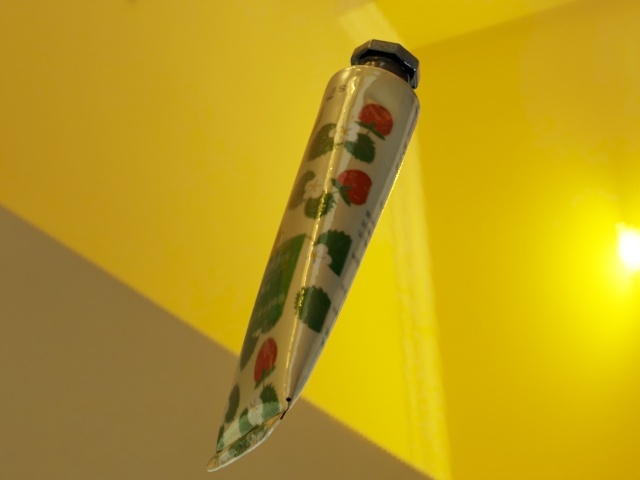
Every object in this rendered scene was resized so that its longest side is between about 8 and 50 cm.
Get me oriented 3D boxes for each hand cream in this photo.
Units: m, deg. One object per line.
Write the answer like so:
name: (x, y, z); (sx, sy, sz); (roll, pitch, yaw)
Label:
hand cream: (0.000, 0.000, 0.749); (0.059, 0.095, 0.276); (29, -123, -14)
